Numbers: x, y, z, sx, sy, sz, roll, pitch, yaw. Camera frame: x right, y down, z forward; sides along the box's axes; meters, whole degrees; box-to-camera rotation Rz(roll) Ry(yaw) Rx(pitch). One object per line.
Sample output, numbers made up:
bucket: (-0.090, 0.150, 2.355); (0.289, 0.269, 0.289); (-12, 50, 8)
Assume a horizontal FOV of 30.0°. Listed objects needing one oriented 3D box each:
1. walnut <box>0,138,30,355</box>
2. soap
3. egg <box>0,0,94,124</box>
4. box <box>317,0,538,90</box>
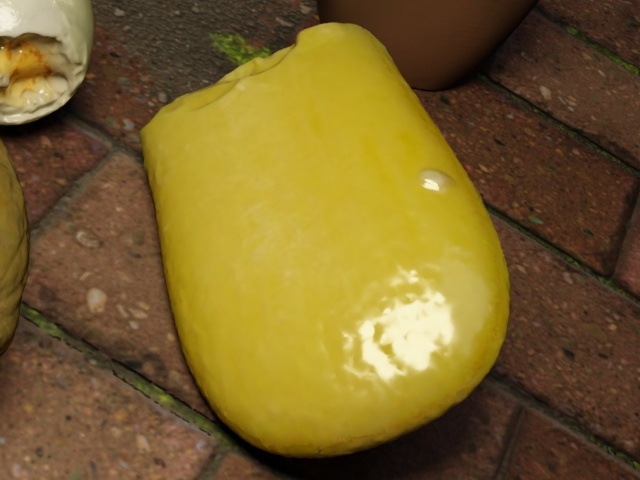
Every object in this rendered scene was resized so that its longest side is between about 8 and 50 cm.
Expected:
walnut: (-0.336, -0.010, 0.903); (0.227, 0.283, 0.283); (-21, 61, -21)
soap: (0.000, 0.001, 1.113); (0.306, 0.115, 0.427); (-19, 56, 0)
egg: (-0.321, -0.227, 1.175); (0.183, 0.183, 0.217); (-9, 52, -36)
box: (0.136, -0.347, 1.535); (0.301, 0.216, 0.301); (17, 41, -15)
